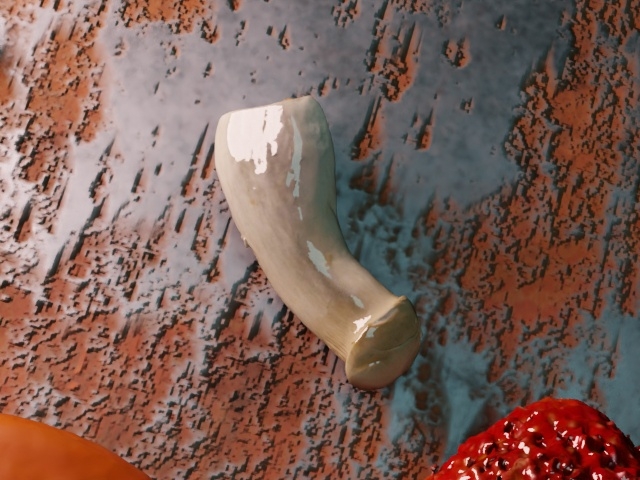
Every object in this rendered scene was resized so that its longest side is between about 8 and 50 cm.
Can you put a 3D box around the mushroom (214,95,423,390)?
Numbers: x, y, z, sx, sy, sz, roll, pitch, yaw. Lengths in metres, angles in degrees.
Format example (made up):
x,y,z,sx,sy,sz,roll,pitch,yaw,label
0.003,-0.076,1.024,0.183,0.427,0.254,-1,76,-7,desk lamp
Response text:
x,y,z,sx,sy,sz,roll,pitch,yaw,label
-0.004,0.003,0.980,0.092,0.081,0.223,-25,79,5,mushroom

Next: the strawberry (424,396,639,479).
x,y,z,sx,sy,sz,roll,pitch,yaw,label
0.151,0.188,0.893,0.184,0.187,0.201,43,49,-29,strawberry

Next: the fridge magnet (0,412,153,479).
x,y,z,sx,sy,sz,roll,pitch,yaw,label
-0.215,0.281,0.801,0.364,0.155,0.363,1,80,-7,fridge magnet
